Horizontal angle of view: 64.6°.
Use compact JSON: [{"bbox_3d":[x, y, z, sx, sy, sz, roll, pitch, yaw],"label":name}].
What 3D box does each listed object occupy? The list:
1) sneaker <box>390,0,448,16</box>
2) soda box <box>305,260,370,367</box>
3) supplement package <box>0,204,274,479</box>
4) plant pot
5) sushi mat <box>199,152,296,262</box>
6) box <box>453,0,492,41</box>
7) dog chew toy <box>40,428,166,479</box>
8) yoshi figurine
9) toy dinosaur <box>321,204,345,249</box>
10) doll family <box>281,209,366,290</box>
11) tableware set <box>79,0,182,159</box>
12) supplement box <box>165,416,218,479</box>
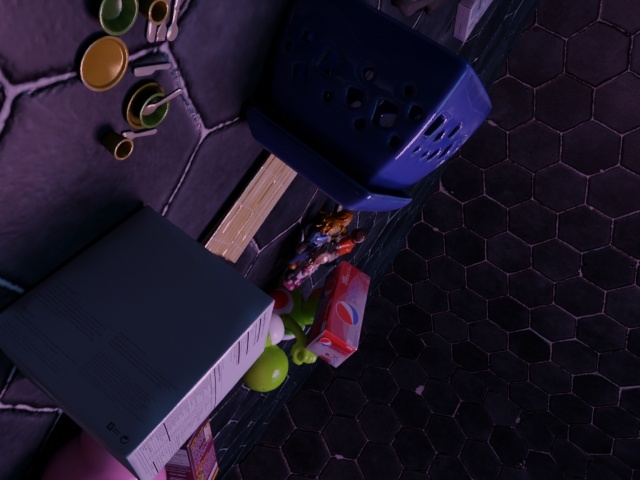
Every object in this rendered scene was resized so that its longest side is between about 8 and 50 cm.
[{"bbox_3d":[0.202,-0.449,0.847,0.286,0.109,0.130,-33,164,-43],"label":"sneaker"},{"bbox_3d":[0.048,0.166,1.206,0.083,0.092,0.263,-49,-167,34],"label":"soda box"},{"bbox_3d":[-0.193,0.112,0.560,0.203,0.194,0.149,-46,164,-33],"label":"supplement package"},{"bbox_3d":[0.061,-0.168,0.675,0.212,0.236,0.236,-57,162,15],"label":"plant pot"},{"bbox_3d":[-0.077,-0.102,0.831,0.316,0.019,0.151,-55,165,-5],"label":"sushi mat"},{"bbox_3d":[0.398,-0.607,1.242,0.186,0.038,0.145,-54,167,-1],"label":"box"},{"bbox_3d":[-0.329,0.380,0.754,0.331,0.207,0.206,-65,166,3],"label":"dog chew toy"},{"bbox_3d":[-0.098,0.233,1.201,0.203,0.203,0.362,-55,165,25],"label":"yoshi figurine"},{"bbox_3d":[0.043,-0.023,1.362,0.118,0.064,0.268,-56,166,-27],"label":"toy dinosaur"},{"bbox_3d":[0.000,0.000,1.179,0.163,0.118,0.263,-43,171,35],"label":"doll family"},{"bbox_3d":[-0.161,-0.141,0.440,0.104,0.024,0.154,-37,158,-53],"label":"tableware set"},{"bbox_3d":[-0.294,0.478,1.125,0.104,0.081,0.188,-65,155,-62],"label":"supplement box"}]
